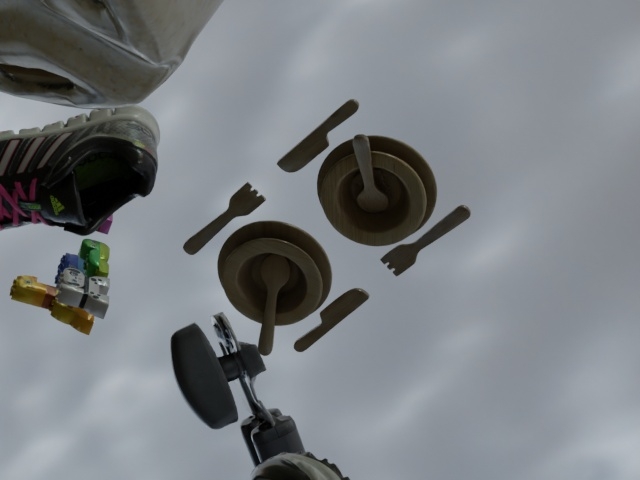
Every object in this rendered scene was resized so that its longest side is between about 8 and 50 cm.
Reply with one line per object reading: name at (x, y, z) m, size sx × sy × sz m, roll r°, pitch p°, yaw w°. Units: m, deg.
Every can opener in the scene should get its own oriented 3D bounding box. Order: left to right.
can opener at (-0.070, 0.206, 1.505) m, size 0.095 × 0.283 × 0.076 m, roll -23°, pitch -169°, yaw -16°

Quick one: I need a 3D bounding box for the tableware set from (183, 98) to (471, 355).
tableware set at (0.000, 0.000, 1.100) m, size 0.194 × 0.128 × 0.039 m, roll -40°, pitch -164°, yaw 28°

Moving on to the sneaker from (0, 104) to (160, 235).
sneaker at (-0.179, -0.034, 0.978) m, size 0.170 × 0.063 × 0.075 m, roll -19°, pitch -145°, yaw -8°

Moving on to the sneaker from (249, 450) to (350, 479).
sneaker at (-0.008, 0.227, 0.908) m, size 0.108 × 0.100 × 0.271 m, roll -13°, pitch -144°, yaw -10°

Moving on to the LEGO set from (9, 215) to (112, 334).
LEGO set at (-0.289, 0.033, 1.694) m, size 0.227 × 0.093 × 0.087 m, roll -103°, pitch -147°, yaw -60°

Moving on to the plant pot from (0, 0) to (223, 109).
plant pot at (-0.100, -0.238, 0.662) m, size 0.334 × 0.334 × 0.305 m, roll 6°, pitch -117°, yaw 43°
